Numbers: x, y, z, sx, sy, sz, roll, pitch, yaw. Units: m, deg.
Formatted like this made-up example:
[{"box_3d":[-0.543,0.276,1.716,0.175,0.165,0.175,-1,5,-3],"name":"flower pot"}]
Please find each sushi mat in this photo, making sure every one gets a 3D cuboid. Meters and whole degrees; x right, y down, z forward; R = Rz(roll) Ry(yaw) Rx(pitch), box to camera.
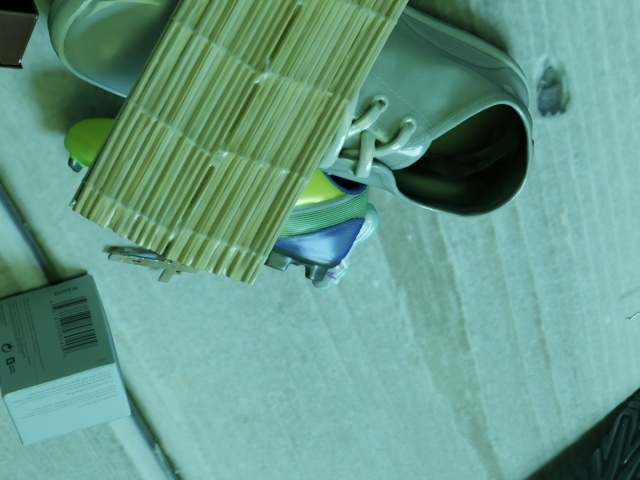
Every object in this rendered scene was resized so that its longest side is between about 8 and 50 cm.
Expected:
[{"box_3d":[-0.042,-0.127,1.319,0.151,0.019,0.316,25,101,-25],"name":"sushi mat"}]

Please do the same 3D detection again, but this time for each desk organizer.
[{"box_3d":[-0.266,-0.158,1.287,0.130,0.047,0.050,2,135,-30],"name":"desk organizer"}]

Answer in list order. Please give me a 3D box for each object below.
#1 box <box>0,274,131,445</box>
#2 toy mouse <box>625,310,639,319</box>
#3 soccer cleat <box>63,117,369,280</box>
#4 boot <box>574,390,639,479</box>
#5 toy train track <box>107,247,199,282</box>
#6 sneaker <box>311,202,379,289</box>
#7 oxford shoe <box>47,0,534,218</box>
[{"box_3d":[-0.226,0.103,1.594,0.102,0.101,0.087,-16,144,-5],"name":"box"},{"box_3d":[0.393,0.050,1.906,0.161,0.031,0.143,-31,143,13],"name":"toy mouse"},{"box_3d":[-0.079,-0.060,1.498,0.289,0.093,0.121,21,96,-38],"name":"soccer cleat"},{"box_3d":[0.453,0.363,2.213,0.445,0.146,0.367,19,116,-45],"name":"boot"},{"box_3d":[-0.144,0.015,1.601,0.083,0.014,0.048,9,141,-28],"name":"toy train track"},{"box_3d":[0.000,0.000,1.638,0.069,0.038,0.098,11,123,-35],"name":"sneaker"},{"box_3d":[0.003,-0.117,1.412,0.449,0.130,0.169,15,133,-37],"name":"oxford shoe"}]
